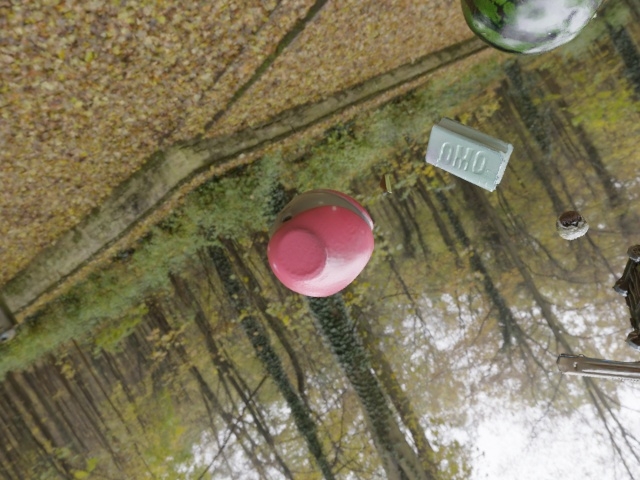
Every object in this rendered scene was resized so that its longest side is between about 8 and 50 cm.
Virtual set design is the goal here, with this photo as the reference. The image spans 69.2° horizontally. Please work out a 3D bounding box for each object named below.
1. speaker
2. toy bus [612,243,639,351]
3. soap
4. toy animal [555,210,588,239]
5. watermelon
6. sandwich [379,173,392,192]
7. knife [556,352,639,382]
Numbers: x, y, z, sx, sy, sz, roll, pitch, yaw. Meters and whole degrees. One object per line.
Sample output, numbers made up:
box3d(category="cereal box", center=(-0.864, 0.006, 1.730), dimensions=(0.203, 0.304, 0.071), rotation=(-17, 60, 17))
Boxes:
box3d(category="speaker", center=(0.000, 0.000, 1.237), dimensions=(0.295, 0.294, 0.294), rotation=(-31, -177, 2))
box3d(category="toy bus", center=(0.866, 0.151, 1.184), dimensions=(0.152, 0.144, 0.330), rotation=(9, -143, 18))
box3d(category="soap", center=(0.476, -0.279, 1.501), dimensions=(0.094, 0.262, 0.150), rotation=(-41, 149, -29))
box3d(category="toy animal", center=(0.839, -0.057, 1.568), dimensions=(0.098, 0.098, 0.137), rotation=(-30, -176, 11))
box3d(category="watermelon", center=(0.448, -0.535, 0.965), dimensions=(0.285, 0.285, 0.285), rotation=(-31, -177, 2))
box3d(category="sandwich", center=(0.255, -0.218, 1.827), dimensions=(0.031, 0.083, 0.044), rotation=(11, 150, -29))
box3d(category="knife", center=(0.940, 0.405, 1.488), dimensions=(0.366, 0.089, 0.043), rotation=(4, 165, 3))
